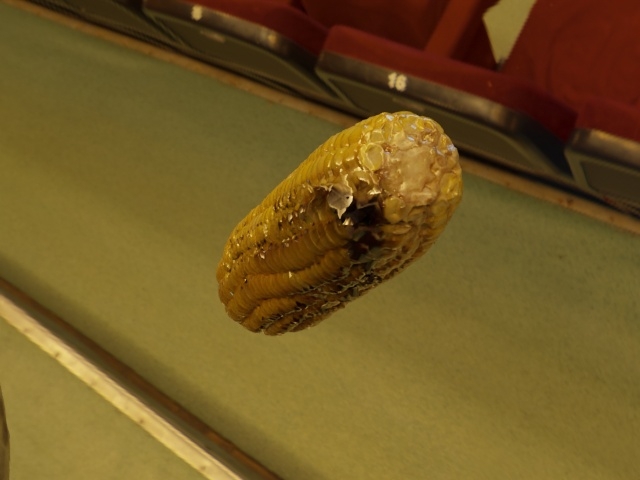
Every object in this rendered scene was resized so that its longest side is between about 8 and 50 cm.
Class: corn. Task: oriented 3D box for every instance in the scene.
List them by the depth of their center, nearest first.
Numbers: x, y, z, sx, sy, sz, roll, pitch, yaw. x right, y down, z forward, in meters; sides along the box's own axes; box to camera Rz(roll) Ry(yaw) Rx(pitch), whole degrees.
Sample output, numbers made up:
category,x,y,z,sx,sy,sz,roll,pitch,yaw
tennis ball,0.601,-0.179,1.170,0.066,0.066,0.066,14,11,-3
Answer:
category,x,y,z,sx,sy,sz,roll,pitch,yaw
corn,0.000,0.000,0.399,0.072,0.203,0.072,6,73,-19

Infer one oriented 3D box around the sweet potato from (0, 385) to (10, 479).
category,x,y,z,sx,sy,sz,roll,pitch,yaw
sweet potato,-0.181,0.059,0.330,0.131,0.131,0.336,-42,59,-1
